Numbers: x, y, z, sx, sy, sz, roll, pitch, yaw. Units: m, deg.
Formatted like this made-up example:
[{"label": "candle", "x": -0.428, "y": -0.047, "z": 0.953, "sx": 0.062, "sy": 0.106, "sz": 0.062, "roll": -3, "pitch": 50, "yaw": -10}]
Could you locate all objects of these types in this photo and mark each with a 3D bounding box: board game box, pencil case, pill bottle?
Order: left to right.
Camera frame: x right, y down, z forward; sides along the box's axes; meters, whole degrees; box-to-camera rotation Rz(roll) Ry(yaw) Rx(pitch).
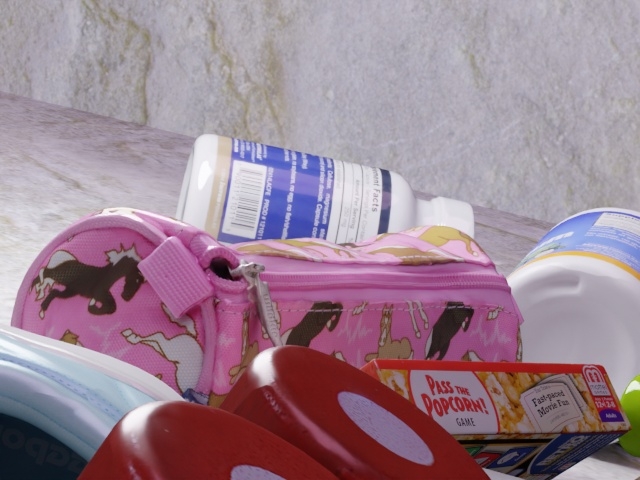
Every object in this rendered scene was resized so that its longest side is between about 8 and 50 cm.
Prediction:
[{"label": "pencil case", "x": -0.020, "y": 0.062, "z": 1.284, "sx": 0.167, "sy": 0.160, "sz": 0.386, "roll": 16, "pitch": 7, "yaw": 33}, {"label": "pill bottle", "x": 0.000, "y": 0.000, "z": 1.824, "sx": 0.264, "sy": 0.153, "sz": 0.153, "roll": 12, "pitch": 7, "yaw": -8}, {"label": "board game box", "x": 0.053, "y": 0.118, "z": 1.069, "sx": 0.193, "sy": 0.045, "sz": 0.147, "roll": 5, "pitch": -35, "yaw": -47}, {"label": "pill bottle", "x": 0.227, "y": 0.058, "z": 1.606, "sx": 0.152, "sy": 0.152, "sz": 0.272, "roll": 14, "pitch": 16, "yaw": 14}]

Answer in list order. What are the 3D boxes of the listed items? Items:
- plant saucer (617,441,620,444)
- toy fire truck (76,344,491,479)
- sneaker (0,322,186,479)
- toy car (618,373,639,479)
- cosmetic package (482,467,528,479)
[{"label": "plant saucer", "x": 0.327, "y": 0.158, "z": 1.605, "sx": 0.198, "sy": 0.036, "sz": 0.198, "roll": 11, "pitch": 8, "yaw": -2}, {"label": "toy fire truck", "x": 0.022, "y": 0.176, "z": 0.577, "sx": 0.254, "sy": 0.169, "sz": 0.302, "roll": 38, "pitch": 13, "yaw": 9}, {"label": "sneaker", "x": -0.226, "y": 0.077, "z": 0.917, "sx": 0.366, "sy": 0.135, "sz": 0.150, "roll": 11, "pitch": 4, "yaw": -2}, {"label": "toy car", "x": 0.204, "y": 0.173, "z": 1.074, "sx": 0.155, "sy": 0.149, "sz": 0.188, "roll": 11, "pitch": 33, "yaw": 40}, {"label": "cosmetic package", "x": 0.143, "y": 0.179, "z": 0.766, "sx": 0.238, "sy": 0.127, "sz": 0.107, "roll": 12, "pitch": 7, "yaw": 10}]
